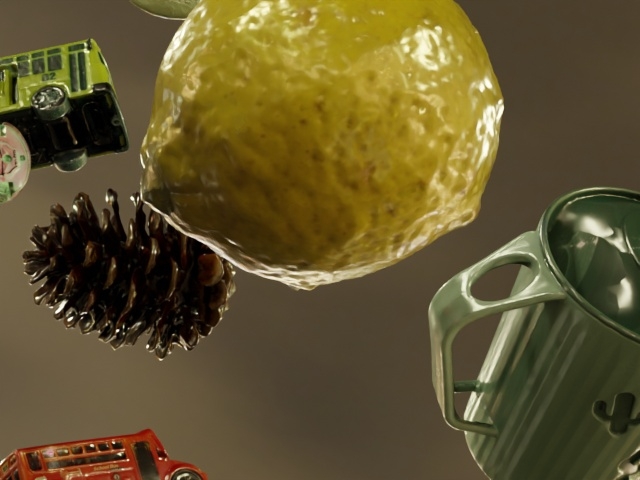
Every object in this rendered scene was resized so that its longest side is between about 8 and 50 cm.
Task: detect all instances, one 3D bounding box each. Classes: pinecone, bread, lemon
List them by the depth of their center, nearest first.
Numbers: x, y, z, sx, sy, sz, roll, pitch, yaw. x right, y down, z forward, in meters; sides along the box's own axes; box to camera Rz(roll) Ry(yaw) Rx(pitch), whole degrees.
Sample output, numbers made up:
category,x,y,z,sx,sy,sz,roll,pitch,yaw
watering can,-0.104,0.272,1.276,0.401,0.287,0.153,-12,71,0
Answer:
category,x,y,z,sx,sy,sz,roll,pitch,yaw
lemon,-0.004,-0.121,1.580,0.350,0.387,0.350,46,-32,41
bread,-0.214,-0.363,2.039,0.112,0.193,0.036,-8,-31,-2
pinecone,-0.252,0.029,2.083,0.292,0.246,0.246,10,-23,-25

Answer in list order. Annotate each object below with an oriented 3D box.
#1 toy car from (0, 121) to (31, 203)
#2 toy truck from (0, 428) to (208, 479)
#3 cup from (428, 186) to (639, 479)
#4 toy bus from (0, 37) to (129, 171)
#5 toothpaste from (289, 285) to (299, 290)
category,x,y,z,sx,sy,sz,roll,pitch,yaw
toy car,-0.299,-0.056,1.229,0.142,0.069,0.055,-5,-17,-23
toy truck,-0.267,0.300,1.939,0.252,0.114,0.107,-4,-26,-36
cup,0.340,0.138,2.130,0.400,0.310,0.392,24,-52,2
toy bus,-0.397,-0.174,2.118,0.262,0.150,0.128,-12,-42,0
toothpaste,0.000,0.000,2.674,0.031,0.190,0.048,37,14,29
